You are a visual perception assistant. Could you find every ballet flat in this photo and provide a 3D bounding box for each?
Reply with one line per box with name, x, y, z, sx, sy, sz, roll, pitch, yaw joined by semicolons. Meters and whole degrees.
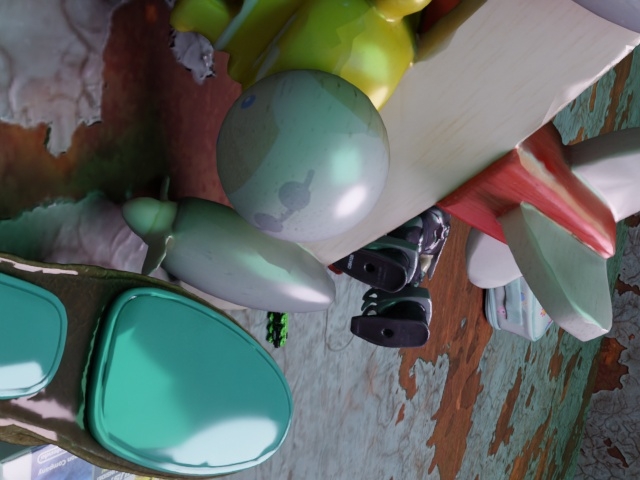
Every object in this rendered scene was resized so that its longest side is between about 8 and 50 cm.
ballet flat;-0.161;0.066;0.438;0.342;0.124;0.116;23;73;-49

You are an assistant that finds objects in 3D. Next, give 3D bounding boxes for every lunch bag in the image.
lunch bag;0.356;0.019;1.300;0.224;0.108;0.279;-45;138;-32

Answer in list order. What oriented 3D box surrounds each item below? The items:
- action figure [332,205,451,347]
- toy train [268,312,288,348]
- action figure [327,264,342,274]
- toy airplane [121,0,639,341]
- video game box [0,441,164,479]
action figure;0.095;-0.001;0.860;0.285;0.099;0.185;-53;145;-62
toy train;-0.038;0.066;0.759;0.024;0.017;0.083;-38;136;-60
action figure;0.000;0.000;0.780;0.038;0.030;0.115;-62;147;-9
toy airplane;0.043;-0.071;0.461;0.272;0.385;0.386;-53;147;-49
video game box;-0.170;0.203;0.580;0.205;0.048;0.187;-14;119;-56
